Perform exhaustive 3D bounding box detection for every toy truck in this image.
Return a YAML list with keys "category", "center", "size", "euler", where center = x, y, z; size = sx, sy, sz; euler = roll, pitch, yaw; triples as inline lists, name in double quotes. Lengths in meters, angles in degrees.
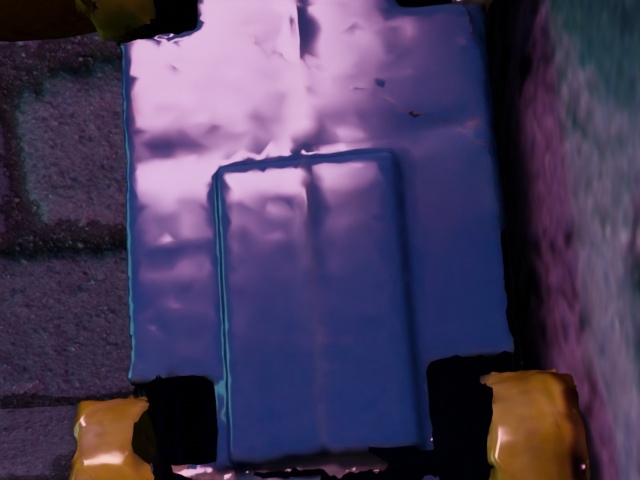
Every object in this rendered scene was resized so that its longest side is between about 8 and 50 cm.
- category: "toy truck"
  center: [0.000, 0.000, 0.448]
  size: [0.162, 0.161, 0.385]
  euler: [69, -164, -76]

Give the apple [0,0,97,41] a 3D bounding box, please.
- category: "apple"
  center: [-0.170, -0.305, 0.617]
  size: [0.374, 0.374, 0.384]
  euler: [93, 175, -47]
